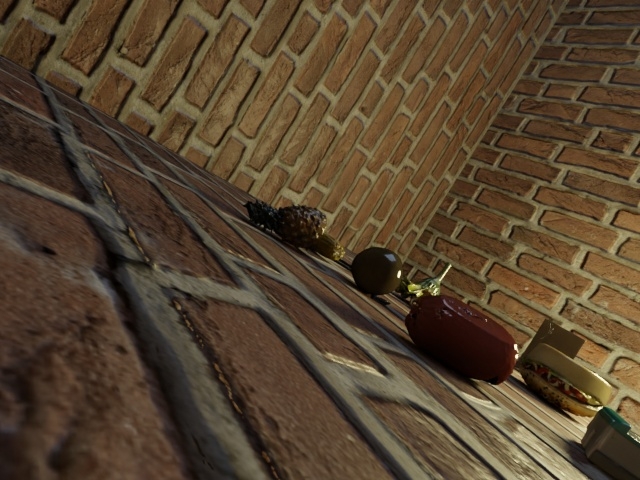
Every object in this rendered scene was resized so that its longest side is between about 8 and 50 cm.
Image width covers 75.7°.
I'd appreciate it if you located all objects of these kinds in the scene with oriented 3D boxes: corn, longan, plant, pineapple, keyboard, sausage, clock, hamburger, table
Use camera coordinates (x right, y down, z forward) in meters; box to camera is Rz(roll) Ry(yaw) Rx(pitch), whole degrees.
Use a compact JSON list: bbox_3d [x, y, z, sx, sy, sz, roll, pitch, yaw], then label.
[{"bbox_3d":[-0.002,0.004,1.739,0.102,0.101,0.313,29,6,-34],"label":"corn"},{"bbox_3d":[0.190,0.105,1.392,0.189,0.189,0.189,31,3,-2],"label":"longan"},{"bbox_3d":[0.530,0.265,1.983,0.306,0.297,0.261,49,21,-43],"label":"plant"},{"bbox_3d":[-0.125,-0.069,1.386,0.279,0.157,0.158,17,8,-19],"label":"pineapple"},{"bbox_3d":[0.122,0.114,1.843,0.317,0.027,0.106,32,3,2],"label":"keyboard"},{"bbox_3d":[0.334,0.232,0.967,0.280,0.152,0.152,33,3,-6],"label":"sausage"},{"bbox_3d":[0.706,0.492,0.891,0.231,0.116,0.262,39,8,30],"label":"clock"},{"bbox_3d":[0.863,0.502,1.475,0.300,0.176,0.300,31,2,-1],"label":"hamburger"},{"bbox_3d":[1.090,0.546,1.967,0.196,0.281,0.251,33,3,30],"label":"table"}]

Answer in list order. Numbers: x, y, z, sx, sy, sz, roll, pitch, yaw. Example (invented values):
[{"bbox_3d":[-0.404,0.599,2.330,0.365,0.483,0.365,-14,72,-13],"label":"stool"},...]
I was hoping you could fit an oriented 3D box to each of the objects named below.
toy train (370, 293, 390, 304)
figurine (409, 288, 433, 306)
[{"bbox_3d":[0.199,0.197,1.357,0.083,0.017,0.017,29,6,-32],"label":"toy train"},{"bbox_3d":[0.458,0.294,1.778,0.123,0.121,0.176,-5,32,-20],"label":"figurine"}]
